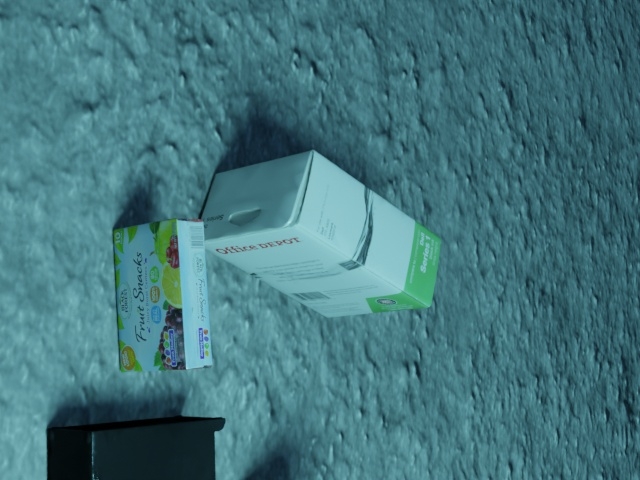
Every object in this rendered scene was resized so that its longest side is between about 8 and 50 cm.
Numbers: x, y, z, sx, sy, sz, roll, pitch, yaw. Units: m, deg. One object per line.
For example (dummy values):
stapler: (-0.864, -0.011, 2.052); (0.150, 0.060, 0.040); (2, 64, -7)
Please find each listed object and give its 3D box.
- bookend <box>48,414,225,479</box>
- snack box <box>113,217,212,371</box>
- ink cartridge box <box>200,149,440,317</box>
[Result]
bookend: (-0.169, 0.248, 0.956); (0.157, 0.072, 0.156); (3, 83, -47)
snack box: (-0.153, 0.054, 0.980); (0.037, 0.100, 0.141); (1, 82, -47)
ink cartridge box: (0.000, 0.000, 1.104); (0.219, 0.160, 0.093); (33, 60, -39)
